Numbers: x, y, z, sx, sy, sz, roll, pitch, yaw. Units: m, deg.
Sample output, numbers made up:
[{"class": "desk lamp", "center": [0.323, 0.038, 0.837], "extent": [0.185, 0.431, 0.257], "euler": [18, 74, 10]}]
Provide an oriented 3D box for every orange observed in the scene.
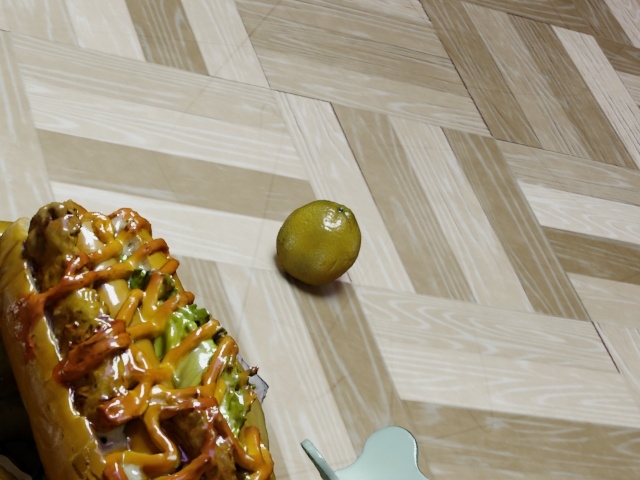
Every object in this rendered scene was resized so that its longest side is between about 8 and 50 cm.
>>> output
[{"class": "orange", "center": [0.000, 0.000, 1.823], "extent": [0.085, 0.095, 0.085], "euler": [27, 29, -16]}]

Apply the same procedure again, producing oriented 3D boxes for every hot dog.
[{"class": "hot dog", "center": [-0.114, 0.116, 1.187], "extent": [0.158, 0.117, 0.349], "euler": [1, 55, -41]}]

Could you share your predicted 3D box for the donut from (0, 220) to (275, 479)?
[{"class": "donut", "center": [-0.228, 0.170, 1.290], "extent": [0.449, 0.198, 0.449], "euler": [22, 45, -23]}]

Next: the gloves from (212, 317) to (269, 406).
[{"class": "gloves", "center": [-0.118, 0.119, 1.570], "extent": [0.144, 0.110, 0.094], "euler": [32, 75, 1]}]

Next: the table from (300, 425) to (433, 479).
[{"class": "table", "center": [0.056, 0.261, 1.479], "extent": [0.166, 0.166, 0.198], "euler": [-4, 39, -42]}]
